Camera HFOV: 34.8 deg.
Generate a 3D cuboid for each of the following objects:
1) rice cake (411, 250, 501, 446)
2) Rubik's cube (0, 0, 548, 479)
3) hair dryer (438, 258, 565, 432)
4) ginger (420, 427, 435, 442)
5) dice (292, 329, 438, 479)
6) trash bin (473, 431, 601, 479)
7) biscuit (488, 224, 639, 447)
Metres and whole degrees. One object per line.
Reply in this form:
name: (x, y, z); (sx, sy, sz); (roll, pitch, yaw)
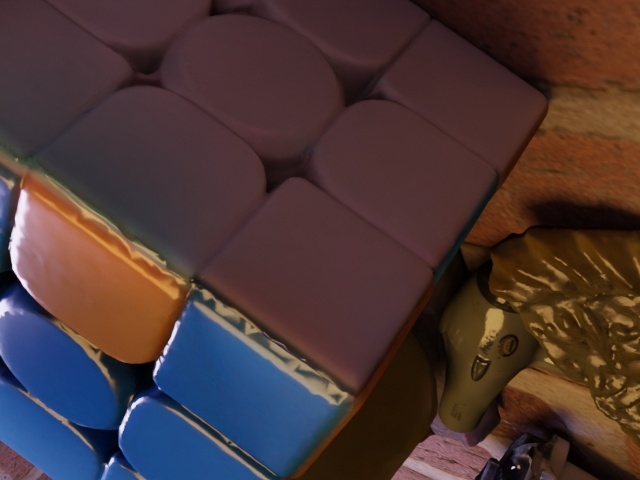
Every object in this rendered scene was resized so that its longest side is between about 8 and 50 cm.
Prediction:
rice cake: (0.109, 0.088, 0.965); (0.064, 0.070, 0.399); (25, 155, 33)
Rubik's cube: (-0.079, -0.011, 0.660); (0.290, 0.291, 0.292); (35, 139, 5)
hair dryer: (0.186, 0.122, 0.888); (0.225, 0.088, 0.219); (32, 143, -7)
ginger: (-0.073, 0.142, 1.135); (0.418, 0.254, 0.176); (41, 164, 3)
dice: (-0.056, 0.152, 0.903); (0.238, 0.227, 0.233); (43, 144, 5)
trash bin: (0.307, 0.386, 1.063); (0.367, 0.256, 0.296); (25, 155, 11)
biscuit: (0.254, 0.083, 0.730); (0.273, 0.036, 0.187); (46, 138, -17)
